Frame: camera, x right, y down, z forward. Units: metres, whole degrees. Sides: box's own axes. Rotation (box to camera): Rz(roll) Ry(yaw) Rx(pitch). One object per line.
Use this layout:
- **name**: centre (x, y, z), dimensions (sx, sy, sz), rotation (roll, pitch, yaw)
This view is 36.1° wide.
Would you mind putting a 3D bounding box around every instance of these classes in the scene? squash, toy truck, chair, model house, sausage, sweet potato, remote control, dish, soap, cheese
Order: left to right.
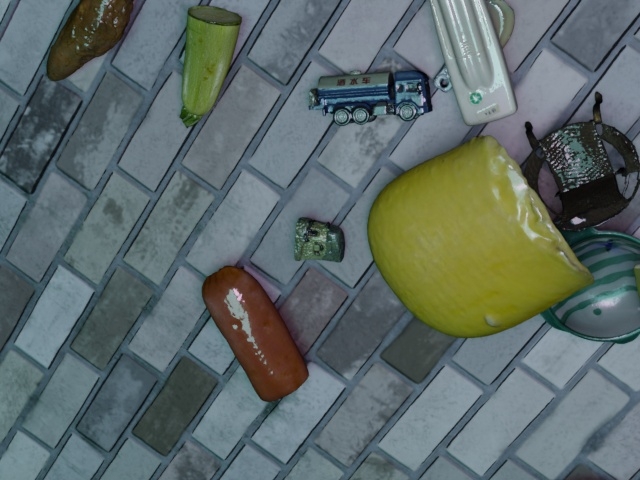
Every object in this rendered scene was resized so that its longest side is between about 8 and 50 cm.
- **sweet potato**: centre (-0.373, -0.395, 1.676), dimensions (0.114, 0.092, 0.341), rotation (43, 116, 25)
- **squash**: centre (-0.203, -0.288, 1.677), dimensions (0.094, 0.094, 0.224), rotation (22, 121, 7)
- **sausage**: centre (-0.121, 0.162, 1.786), dimensions (0.113, 0.113, 0.259), rotation (-24, 102, 21)
- **model house**: centre (0.000, 0.000, 1.720), dimensions (0.083, 0.066, 0.079), rotation (9, 112, 11)
- **toy truck**: centre (0.082, -0.237, 1.619), dimensions (0.201, 0.074, 0.088), rotation (-2, 99, 16)
- **cheese**: centre (0.232, -0.317, 1.559), dimensions (0.171, 0.047, 0.092), rotation (-37, 95, 23)
- **soap**: centre (0.234, 0.009, 1.561), dimensions (0.306, 0.115, 0.427), rotation (52, 146, -5)
- **remote control**: centre (0.233, -0.291, 1.515), dimensions (0.090, 0.049, 0.230), rotation (-15, 108, 20)
- **chair**: centre (0.396, -0.111, 1.501), dimensions (0.174, 0.213, 0.149), rotation (-21, 107, 19)
- **dish**: centre (0.455, 0.050, 1.600), dimensions (0.224, 0.078, 0.246), rotation (-22, 110, 19)

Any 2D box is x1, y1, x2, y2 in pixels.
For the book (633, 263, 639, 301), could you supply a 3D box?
- **book**: centre (0.643, 0.169, 1.550), dimensions (0.239, 0.035, 0.352), rotation (-5, 126, 27)
